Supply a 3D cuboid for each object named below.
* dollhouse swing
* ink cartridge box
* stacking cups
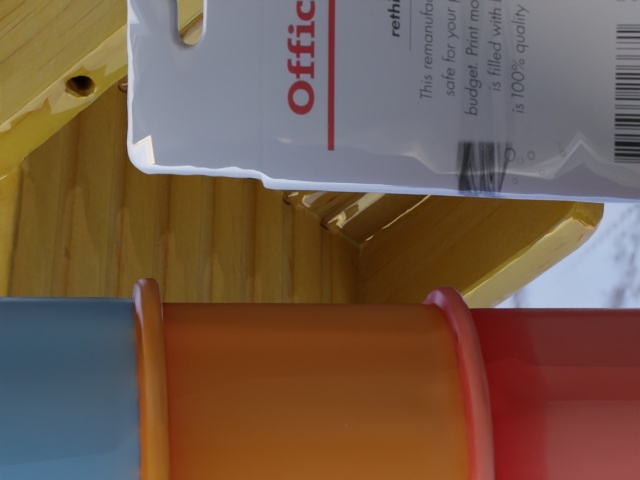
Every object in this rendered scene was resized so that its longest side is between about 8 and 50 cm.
[{"bbox_3d":[0.000,0.000,1.093,0.347,0.315,0.305,35,-152,-40],"label":"dollhouse swing"},{"bbox_3d":[0.045,-0.063,0.469,0.180,0.104,0.060,4,-174,28],"label":"ink cartridge box"},{"bbox_3d":[-0.067,0.053,0.396,0.316,0.096,0.096,2,-143,-9],"label":"stacking cups"}]
